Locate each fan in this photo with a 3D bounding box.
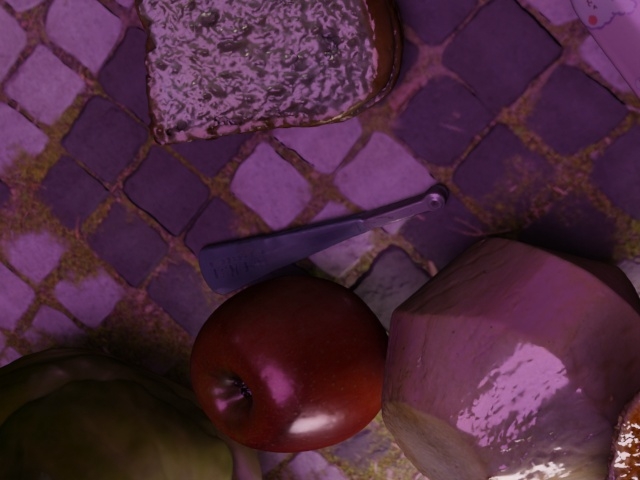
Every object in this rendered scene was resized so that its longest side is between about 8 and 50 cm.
[{"bbox_3d":[0.000,0.000,1.004,0.282,0.023,0.057,-16,105,24],"label":"fan"}]

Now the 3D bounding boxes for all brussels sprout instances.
[{"bbox_3d":[-0.239,0.264,1.042,0.354,0.281,0.289,11,99,-4],"label":"brussels sprout"}]

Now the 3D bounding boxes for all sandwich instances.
[{"bbox_3d":[-0.057,-0.231,0.886,0.249,0.095,0.273,-7,108,16],"label":"sandwich"}]

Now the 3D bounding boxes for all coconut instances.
[{"bbox_3d":[0.188,0.114,0.887,0.259,0.259,0.259,6,113,15],"label":"coconut"}]

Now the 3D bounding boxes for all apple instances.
[{"bbox_3d":[-0.025,0.122,0.967,0.181,0.168,0.181,14,114,35],"label":"apple"}]

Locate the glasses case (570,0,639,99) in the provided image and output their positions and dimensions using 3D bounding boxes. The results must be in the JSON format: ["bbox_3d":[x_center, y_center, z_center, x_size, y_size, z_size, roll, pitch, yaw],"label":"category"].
[{"bbox_3d":[0.321,-0.137,0.817,0.113,0.075,0.297,-37,98,24],"label":"glasses case"}]

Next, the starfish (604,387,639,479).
[{"bbox_3d":[0.258,0.182,0.760,0.060,0.299,0.302,53,152,35],"label":"starfish"}]
